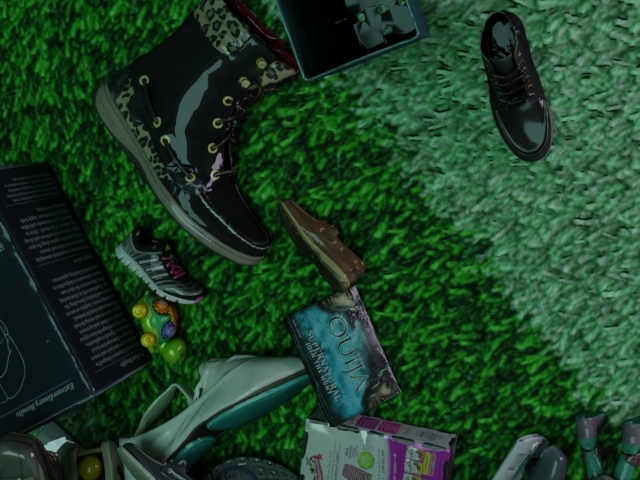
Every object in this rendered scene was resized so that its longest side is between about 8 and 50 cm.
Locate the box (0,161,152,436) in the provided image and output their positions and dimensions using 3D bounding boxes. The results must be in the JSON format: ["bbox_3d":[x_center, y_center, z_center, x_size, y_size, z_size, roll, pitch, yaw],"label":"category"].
[{"bbox_3d":[-0.520,0.114,1.706,0.293,0.212,0.395,-28,89,19],"label":"box"}]

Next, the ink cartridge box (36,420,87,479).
[{"bbox_3d":[-0.448,0.509,1.827,0.296,0.066,0.261,40,82,7],"label":"ink cartridge box"}]

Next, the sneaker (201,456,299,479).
[{"bbox_3d":[-0.171,0.444,1.714,0.297,0.129,0.111,-14,55,2],"label":"sneaker"}]

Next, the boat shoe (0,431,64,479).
[{"bbox_3d":[-0.481,0.391,1.655,0.132,0.130,0.355,17,137,-4],"label":"boat shoe"}]

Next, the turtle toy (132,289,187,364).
[{"bbox_3d":[-0.262,0.143,1.703,0.066,0.095,0.130,-16,95,-3],"label":"turtle toy"}]

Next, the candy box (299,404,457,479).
[{"bbox_3d":[0.087,0.365,1.634,0.233,0.071,0.159,10,102,15],"label":"candy box"}]

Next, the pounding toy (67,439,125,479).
[{"bbox_3d":[-0.393,0.478,1.709,0.155,0.154,0.269,-14,70,12],"label":"pounding toy"}]

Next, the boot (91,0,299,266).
[{"bbox_3d":[-0.145,-0.177,1.588,0.284,0.138,0.377,-42,80,19],"label":"boot"}]

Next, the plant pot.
[{"bbox_3d":[0.057,-0.330,1.443,0.165,0.234,0.166,-19,94,19],"label":"plant pot"}]

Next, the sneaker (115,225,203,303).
[{"bbox_3d":[-0.256,0.036,1.689,0.170,0.063,0.075,36,114,14],"label":"sneaker"}]

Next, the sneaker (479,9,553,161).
[{"bbox_3d":[0.267,-0.213,1.458,0.083,0.118,0.222,-16,94,19],"label":"sneaker"}]

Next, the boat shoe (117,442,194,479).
[{"bbox_3d":[-0.229,0.380,1.633,0.206,0.065,0.075,38,152,9],"label":"boat shoe"}]

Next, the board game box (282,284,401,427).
[{"bbox_3d":[0.035,0.178,1.604,0.126,0.026,0.186,-25,92,-22],"label":"board game box"}]

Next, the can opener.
[{"bbox_3d":[0.273,0.417,1.570,0.095,0.076,0.283,44,114,45],"label":"can opener"}]

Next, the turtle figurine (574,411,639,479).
[{"bbox_3d":[0.428,0.374,1.514,0.175,0.118,0.234,0,93,17],"label":"turtle figurine"}]

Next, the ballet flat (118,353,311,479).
[{"bbox_3d":[-0.187,0.269,1.684,0.400,0.139,0.139,-38,87,20],"label":"ballet flat"}]

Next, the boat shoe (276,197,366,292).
[{"bbox_3d":[0.000,0.000,1.612,0.060,0.064,0.178,-36,74,-18],"label":"boat shoe"}]
